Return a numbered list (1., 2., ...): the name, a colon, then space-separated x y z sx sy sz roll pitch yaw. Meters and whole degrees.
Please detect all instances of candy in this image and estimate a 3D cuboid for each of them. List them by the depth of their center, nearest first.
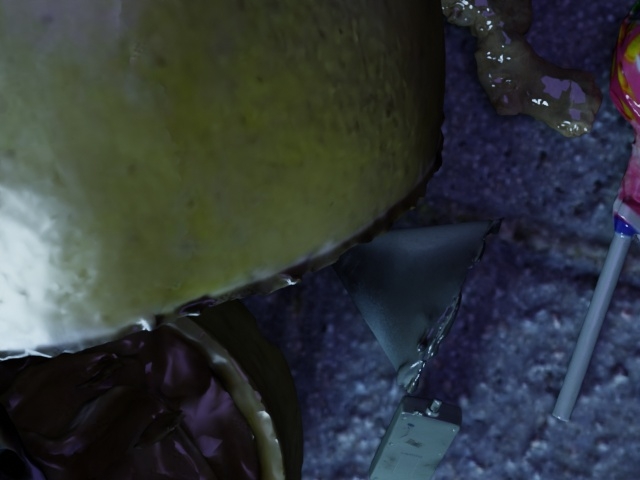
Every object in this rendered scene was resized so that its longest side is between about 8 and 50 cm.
1. candy: 0.253 -0.026 0.941 0.124 0.124 0.366 17 96 -3

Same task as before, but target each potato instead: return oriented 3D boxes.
1. potato: -0.152 -0.166 0.722 0.442 0.385 0.320 -12 125 -7

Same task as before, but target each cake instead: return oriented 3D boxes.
1. cake: -0.181 0.175 0.770 0.332 0.321 0.333 1 100 6

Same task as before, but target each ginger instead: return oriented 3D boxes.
1. ginger: 0.148 -0.202 0.951 0.258 0.065 0.149 43 85 1

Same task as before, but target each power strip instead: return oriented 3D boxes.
1. power strip: 0.075 0.156 0.909 0.050 0.136 0.019 14 51 -1

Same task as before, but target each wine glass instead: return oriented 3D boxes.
1. wine glass: 0.000 0.000 0.900 0.232 0.156 0.156 27 87 3
